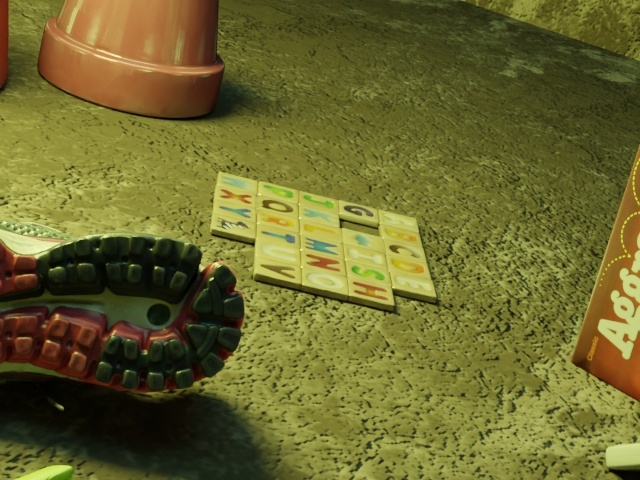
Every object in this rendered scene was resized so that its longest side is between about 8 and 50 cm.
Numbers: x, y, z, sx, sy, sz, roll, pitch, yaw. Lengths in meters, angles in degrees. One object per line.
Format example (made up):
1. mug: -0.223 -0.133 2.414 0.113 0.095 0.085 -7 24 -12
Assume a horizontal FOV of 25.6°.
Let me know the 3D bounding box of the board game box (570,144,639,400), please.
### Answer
1. board game box: 0.290 0.000 1.061 0.027 0.281 0.145 -11 32 -45

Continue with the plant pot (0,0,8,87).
1. plant pot: -0.422 -0.293 1.373 0.274 0.243 0.275 14 19 -5

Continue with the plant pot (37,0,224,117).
1. plant pot: -0.191 -0.250 1.523 0.201 0.180 0.201 14 19 -5

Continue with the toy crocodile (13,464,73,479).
1. toy crocodile: -0.029 0.206 0.527 0.115 0.105 0.340 -4 28 -44

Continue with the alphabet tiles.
1. alphabet tiles: 0.000 0.000 1.248 0.198 0.009 0.237 14 19 -7

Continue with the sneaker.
1. sneaker: -0.200 0.043 0.861 0.299 0.121 0.112 12 -9 -8

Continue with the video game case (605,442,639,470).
1. video game case: 0.295 0.144 0.943 0.143 0.019 0.157 7 -14 -23
